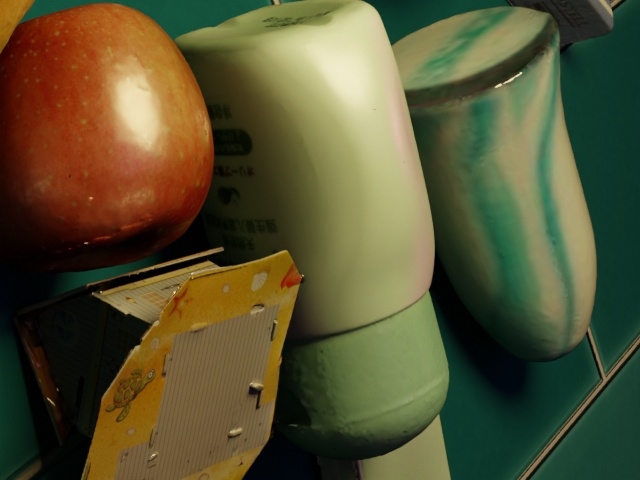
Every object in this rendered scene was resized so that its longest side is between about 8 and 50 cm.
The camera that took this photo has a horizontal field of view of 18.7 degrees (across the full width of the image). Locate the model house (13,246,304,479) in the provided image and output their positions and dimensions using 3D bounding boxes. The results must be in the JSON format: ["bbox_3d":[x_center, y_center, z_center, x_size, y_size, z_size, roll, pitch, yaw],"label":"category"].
[{"bbox_3d":[-0.137,0.089,1.365,0.219,0.136,0.207,-17,125,-51],"label":"model house"}]

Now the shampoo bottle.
[{"bbox_3d":[0.000,0.000,1.477,0.151,0.222,0.349,-25,109,-34],"label":"shampoo bottle"}]

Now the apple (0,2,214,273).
[{"bbox_3d":[-0.161,-0.065,1.295,0.181,0.181,0.168,-13,84,-55],"label":"apple"}]

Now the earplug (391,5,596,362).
[{"bbox_3d":[0.170,-0.028,1.759,0.185,0.185,0.324,-52,129,-46],"label":"earplug"}]

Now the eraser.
[{"bbox_3d":[0.210,-0.275,1.932,0.225,0.082,0.036,42,49,-42],"label":"eraser"}]

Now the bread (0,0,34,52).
[{"bbox_3d":[-0.258,-0.150,1.151,0.195,0.149,0.344,97,15,-52],"label":"bread"}]

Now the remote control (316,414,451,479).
[{"bbox_3d":[0.057,0.207,1.649,0.145,0.050,0.344,-13,93,-55],"label":"remote control"}]
